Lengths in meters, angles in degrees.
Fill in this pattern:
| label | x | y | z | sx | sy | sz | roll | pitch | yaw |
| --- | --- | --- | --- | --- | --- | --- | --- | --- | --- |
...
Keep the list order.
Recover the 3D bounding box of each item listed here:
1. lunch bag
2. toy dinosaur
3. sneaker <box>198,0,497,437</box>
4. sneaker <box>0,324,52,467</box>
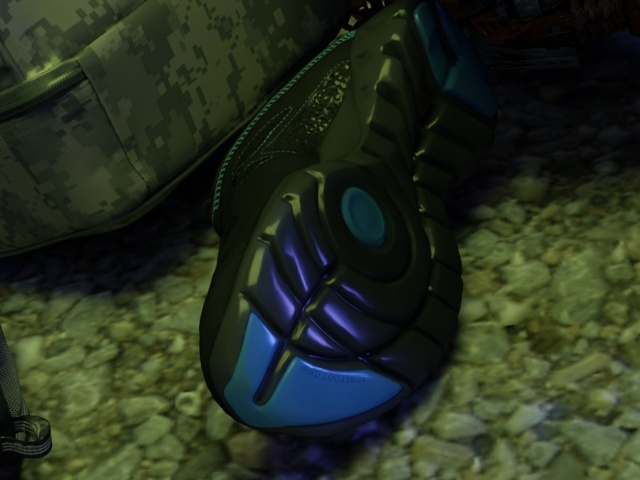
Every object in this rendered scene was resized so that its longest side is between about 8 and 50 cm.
| label | x | y | z | sx | sy | sz | roll | pitch | yaw |
| --- | --- | --- | --- | --- | --- | --- | --- | --- | --- |
| lunch bag | -0.159 | -0.168 | 1.221 | 0.213 | 0.256 | 0.305 | -9 | 26 | 45 |
| toy dinosaur | 0.107 | -0.192 | 1.305 | 0.322 | 0.164 | 0.218 | 13 | 51 | 5 |
| sneaker | 0.000 | 0.000 | 1.068 | 0.140 | 0.125 | 0.341 | -27 | 21 | 32 |
| sneaker | -0.242 | 0.076 | 1.030 | 0.153 | 0.101 | 0.268 | -27 | 37 | -23 |
